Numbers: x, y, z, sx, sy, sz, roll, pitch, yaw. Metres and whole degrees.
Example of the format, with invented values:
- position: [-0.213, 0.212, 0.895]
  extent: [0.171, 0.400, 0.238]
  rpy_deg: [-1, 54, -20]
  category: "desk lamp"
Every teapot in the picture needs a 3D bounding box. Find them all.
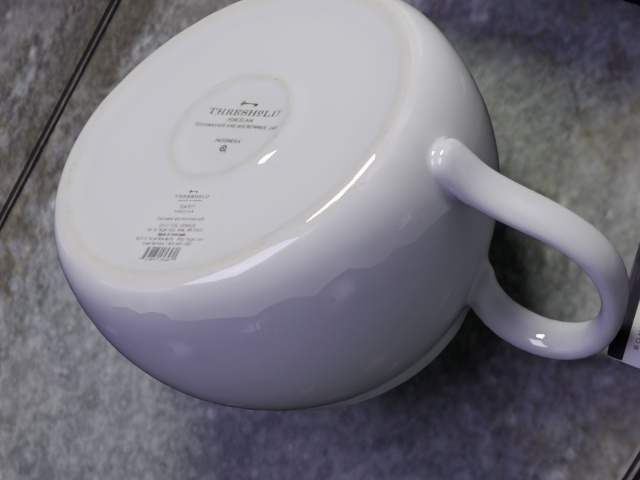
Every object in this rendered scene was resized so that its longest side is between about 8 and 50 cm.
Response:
- position: [0.000, 0.000, 1.050]
  extent: [0.252, 0.187, 0.256]
  rpy_deg: [-32, 38, 5]
  category: "teapot"

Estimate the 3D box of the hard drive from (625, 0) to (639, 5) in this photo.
- position: [0.188, -0.233, 0.992]
  extent: [0.339, 0.064, 0.237]
  rpy_deg: [24, 98, 37]
  category: "hard drive"

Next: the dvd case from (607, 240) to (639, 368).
- position: [0.251, 0.011, 0.938]
  extent: [0.221, 0.018, 0.165]
  rpy_deg: [20, 96, 40]
  category: "dvd case"
